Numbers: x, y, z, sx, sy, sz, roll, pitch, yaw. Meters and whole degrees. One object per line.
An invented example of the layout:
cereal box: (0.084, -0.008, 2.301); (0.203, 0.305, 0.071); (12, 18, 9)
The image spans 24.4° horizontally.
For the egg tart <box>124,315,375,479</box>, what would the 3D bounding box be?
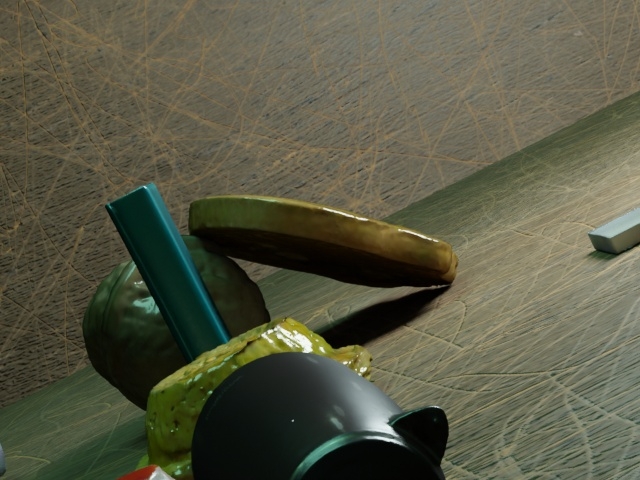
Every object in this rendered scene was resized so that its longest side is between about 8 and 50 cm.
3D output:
egg tart: (-0.084, 0.167, 1.527); (0.288, 0.118, 0.288); (-30, 5, 3)

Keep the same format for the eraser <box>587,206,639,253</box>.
eraser: (0.383, -0.030, 1.674); (0.150, 0.023, 0.104); (-27, 4, -2)

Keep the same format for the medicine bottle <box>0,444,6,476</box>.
medicine bottle: (-0.589, 0.348, 2.173); (0.225, 0.139, 0.139); (-29, 5, -34)

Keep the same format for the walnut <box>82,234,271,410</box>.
walnut: (-0.191, 0.119, 1.966); (0.248, 0.248, 0.248); (-26, 4, 2)

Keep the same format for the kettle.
kettle: (-0.014, 0.169, 0.927); (0.202, 0.144, 0.232); (-47, 9, -6)

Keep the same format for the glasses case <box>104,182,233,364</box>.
glasses case: (-0.165, 0.077, 1.790); (0.070, 0.301, 0.117); (-25, 4, -1)

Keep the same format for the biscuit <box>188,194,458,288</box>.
biscuit: (0.000, -0.002, 1.990); (0.365, 0.062, 0.385); (14, -8, -16)

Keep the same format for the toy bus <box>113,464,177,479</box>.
toy bus: (-0.189, 0.255, 1.278); (0.174, 0.077, 0.079); (-27, 4, 2)
